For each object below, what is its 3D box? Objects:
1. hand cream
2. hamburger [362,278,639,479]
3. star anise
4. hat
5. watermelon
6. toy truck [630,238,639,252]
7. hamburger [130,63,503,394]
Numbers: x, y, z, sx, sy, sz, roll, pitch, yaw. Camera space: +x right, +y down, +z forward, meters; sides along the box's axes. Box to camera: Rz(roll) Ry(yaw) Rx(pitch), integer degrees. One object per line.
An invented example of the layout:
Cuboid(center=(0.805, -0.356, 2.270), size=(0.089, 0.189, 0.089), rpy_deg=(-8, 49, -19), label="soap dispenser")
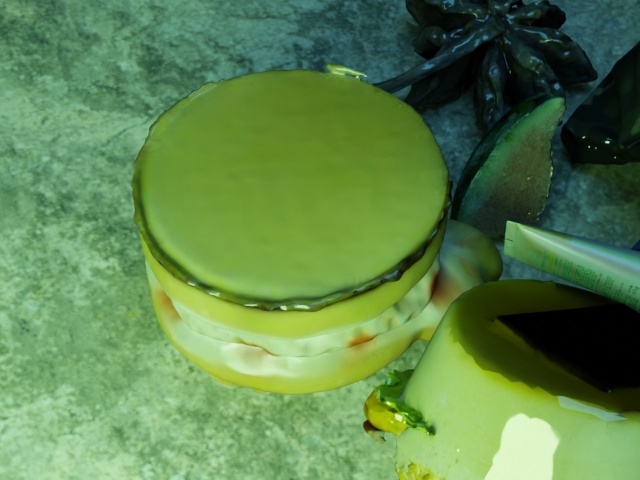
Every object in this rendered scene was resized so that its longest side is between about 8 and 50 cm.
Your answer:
Cuboid(center=(0.229, 0.024, 1.422), size=(0.174, 0.076, 0.047), rpy_deg=(18, 72, 10), label="hand cream")
Cuboid(center=(0.192, 0.153, 1.384), size=(0.276, 0.179, 0.294), rpy_deg=(-7, 27, -42), label="hamburger")
Cuboid(center=(0.153, -0.181, 1.714), size=(0.209, 0.089, 0.231), rpy_deg=(31, 54, 18), label="star anise")
Cuboid(center=(0.419, -0.145, 1.577), size=(0.366, 0.382, 0.257), rpy_deg=(3, 72, -5), label="hat")
Cuboid(center=(0.169, -0.073, 1.625), size=(0.080, 0.155, 0.101), rpy_deg=(11, 32, -8), label="watermelon")
Cuboid(center=(0.433, 0.086, 1.483), size=(0.367, 0.175, 0.146), rpy_deg=(37, 61, 22), label="toy truck")
Cuboid(center=(0.000, 0.000, 1.508), size=(0.302, 0.186, 0.261), rpy_deg=(-7, 52, 3), label="hamburger")
